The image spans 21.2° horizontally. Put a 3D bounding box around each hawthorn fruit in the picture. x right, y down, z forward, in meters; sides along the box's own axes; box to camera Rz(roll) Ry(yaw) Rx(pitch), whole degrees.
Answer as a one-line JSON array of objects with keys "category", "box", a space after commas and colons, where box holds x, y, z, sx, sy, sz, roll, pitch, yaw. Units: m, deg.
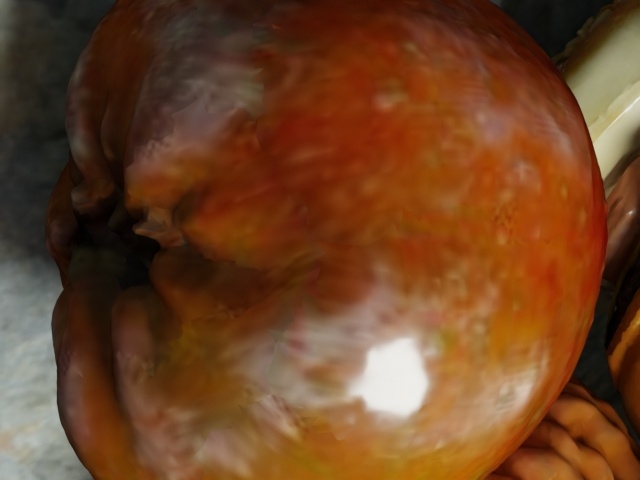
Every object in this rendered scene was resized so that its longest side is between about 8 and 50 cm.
[{"category": "hawthorn fruit", "box": [0.000, 0.000, 0.793, 0.284, 0.284, 0.284, -15, 130, -19]}]

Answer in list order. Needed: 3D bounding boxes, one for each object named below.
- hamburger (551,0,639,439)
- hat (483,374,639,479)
[{"category": "hamburger", "box": [0.243, -0.026, 0.921, 0.291, 0.225, 0.291, -22, 149, -15]}, {"category": "hat", "box": [0.099, 0.282, 0.952, 0.285, 0.285, 0.400, -30, 100, -5]}]
